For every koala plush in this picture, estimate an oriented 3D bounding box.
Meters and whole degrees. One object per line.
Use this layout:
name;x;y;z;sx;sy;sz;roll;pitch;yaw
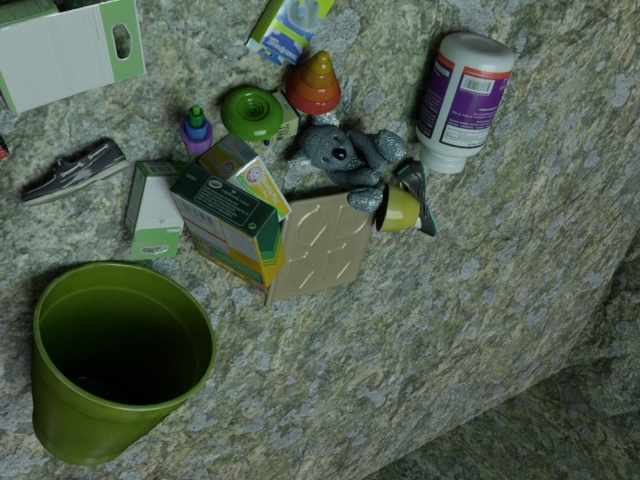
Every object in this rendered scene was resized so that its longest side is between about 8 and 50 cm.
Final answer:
koala plush;0.043;-0.203;1.495;0.221;0.203;0.196;18;105;-26

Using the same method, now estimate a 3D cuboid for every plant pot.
plant pot;-0.462;0.299;1.390;0.366;0.367;0.353;-2;138;-40
plant pot;0.211;-0.080;1.720;0.095;0.134;0.134;11;125;-6

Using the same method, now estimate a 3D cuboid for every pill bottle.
pill bottle;0.347;-0.336;1.599;0.181;0.181;0.323;-14;134;-32

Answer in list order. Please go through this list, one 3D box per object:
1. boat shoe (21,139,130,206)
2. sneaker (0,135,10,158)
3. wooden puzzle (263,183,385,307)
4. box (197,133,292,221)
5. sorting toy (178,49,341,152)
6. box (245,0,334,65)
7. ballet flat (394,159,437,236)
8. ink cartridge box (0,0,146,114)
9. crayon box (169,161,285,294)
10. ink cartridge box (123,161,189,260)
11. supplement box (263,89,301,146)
boat shoe;-0.465;-0.125;1.202;0.206;0.075;0.065;-26;97;-12
sneaker;-0.597;-0.176;0.997;0.092;0.088;0.225;-40;142;-1
wooden puzzle;0.000;0.000;1.703;0.347;0.080;0.322;-16;135;-37
box;-0.163;-0.119;1.411;0.103;0.114;0.203;-39;141;-7
sorting toy;-0.108;-0.288;1.259;0.365;0.127;0.126;-26;163;-21
box;-0.058;-0.433;1.265;0.109;0.042;0.178;17;113;-48
ballet flat;0.261;-0.107;1.824;0.096;0.095;0.281;-26;130;-6
ink cartridge box;-0.409;-0.310;1.029;0.235;0.056;0.171;-26;155;-22
crayon box;-0.185;-0.015;1.365;0.083;0.203;0.323;-56;167;-21
ink cartridge box;-0.343;-0.062;1.347;0.109;0.062;0.209;-6;129;-39
supplement box;-0.098;-0.258;1.352;0.083;0.083;0.056;-25;157;-20
